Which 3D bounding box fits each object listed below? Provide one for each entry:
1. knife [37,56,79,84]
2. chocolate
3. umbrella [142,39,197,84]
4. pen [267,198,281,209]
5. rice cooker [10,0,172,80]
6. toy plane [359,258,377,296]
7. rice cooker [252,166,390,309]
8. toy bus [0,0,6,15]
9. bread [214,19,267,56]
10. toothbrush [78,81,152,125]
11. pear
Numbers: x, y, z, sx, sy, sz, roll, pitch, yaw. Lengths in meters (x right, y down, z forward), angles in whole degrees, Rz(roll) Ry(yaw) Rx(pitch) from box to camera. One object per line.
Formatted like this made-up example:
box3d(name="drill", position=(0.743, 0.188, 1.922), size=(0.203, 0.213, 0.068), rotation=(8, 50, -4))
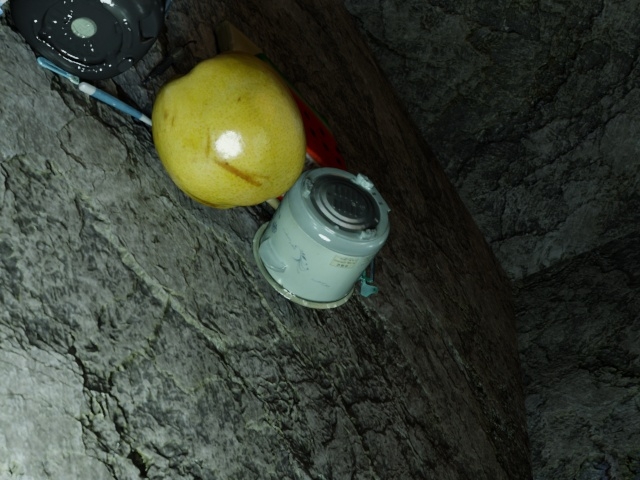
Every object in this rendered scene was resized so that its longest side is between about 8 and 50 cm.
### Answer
box3d(name="knife", position=(-0.468, -0.307, 1.394), size=(0.096, 0.010, 0.027), rotation=(21, 47, -59))
box3d(name="chocolate", position=(-0.086, -0.249, 1.930), size=(0.360, 0.161, 0.341), rotation=(40, 23, -44))
box3d(name="umbrella", position=(-0.346, -0.399, 1.743), size=(0.269, 0.044, 0.044), rotation=(-62, 149, -53))
box3d(name="pen", position=(-0.160, -0.145, 1.871), size=(0.233, 0.032, 0.040), rotation=(47, 11, -38))
box3d(name="rice cooker", position=(-0.397, -0.423, 1.364), size=(0.267, 0.267, 0.224), rotation=(43, 28, -41))
box3d(name="toy plane", position=(0.122, 0.045, 2.206), size=(0.060, 0.096, 0.235), rotation=(22, 65, -55))
box3d(name="rice cooker", position=(0.000, 0.000, 1.738), size=(0.264, 0.317, 0.317), rotation=(56, 18, 24))
box3d(name="toy bus", position=(-0.538, -0.480, 1.268), size=(0.106, 0.131, 0.297), rotation=(43, 30, -40))
box3d(name="bread", position=(-0.207, -0.497, 2.100), size=(0.178, 0.060, 0.139), rotation=(36, 34, -48))
box3d(name="toothbrush", position=(-0.373, -0.257, 1.537), size=(0.276, 0.019, 0.025), rotation=(26, 38, -57))
box3d(name="pear", position=(-0.181, -0.215, 1.549), size=(0.314, 0.314, 0.314), rotation=(47, 28, -35))
